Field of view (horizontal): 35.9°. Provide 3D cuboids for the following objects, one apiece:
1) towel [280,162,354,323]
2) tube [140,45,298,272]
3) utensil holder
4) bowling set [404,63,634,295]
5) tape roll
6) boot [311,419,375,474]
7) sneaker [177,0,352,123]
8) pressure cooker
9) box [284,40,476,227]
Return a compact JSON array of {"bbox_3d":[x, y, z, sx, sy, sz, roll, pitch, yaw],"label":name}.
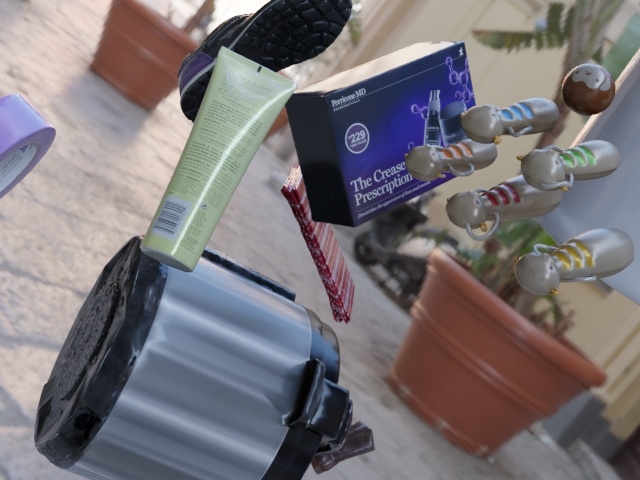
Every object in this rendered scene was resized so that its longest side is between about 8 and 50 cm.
[{"bbox_3d":[0.000,0.000,1.810,0.199,0.031,0.275,-74,143,-71],"label":"towel"},{"bbox_3d":[-0.111,-0.084,1.044,0.062,0.240,0.070,11,-18,42],"label":"tube"},{"bbox_3d":[0.527,-0.122,1.355,0.327,0.385,0.328,25,24,-12],"label":"utensil holder"},{"bbox_3d":[0.213,-0.096,1.046,0.154,0.200,0.287,-14,38,-34],"label":"bowling set"},{"bbox_3d":[-0.624,-0.147,1.833,0.090,0.275,0.275,45,9,-2],"label":"tape roll"},{"bbox_3d":[0.027,0.316,1.622,0.106,0.114,0.037,64,8,18],"label":"boot"},{"bbox_3d":[-0.091,-0.289,1.368,0.107,0.283,0.124,42,21,-43],"label":"sneaker"},{"bbox_3d":[-0.169,0.229,1.481,0.420,0.376,0.370,27,16,-19],"label":"pressure cooker"},{"bbox_3d":[0.094,-0.152,1.359,0.103,0.261,0.184,8,-61,52],"label":"box"}]
